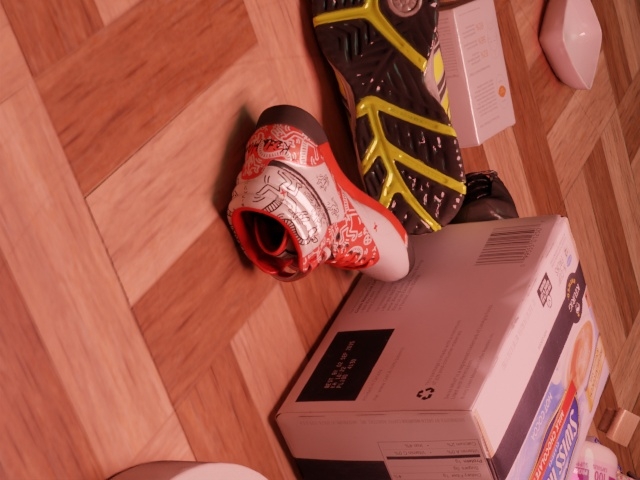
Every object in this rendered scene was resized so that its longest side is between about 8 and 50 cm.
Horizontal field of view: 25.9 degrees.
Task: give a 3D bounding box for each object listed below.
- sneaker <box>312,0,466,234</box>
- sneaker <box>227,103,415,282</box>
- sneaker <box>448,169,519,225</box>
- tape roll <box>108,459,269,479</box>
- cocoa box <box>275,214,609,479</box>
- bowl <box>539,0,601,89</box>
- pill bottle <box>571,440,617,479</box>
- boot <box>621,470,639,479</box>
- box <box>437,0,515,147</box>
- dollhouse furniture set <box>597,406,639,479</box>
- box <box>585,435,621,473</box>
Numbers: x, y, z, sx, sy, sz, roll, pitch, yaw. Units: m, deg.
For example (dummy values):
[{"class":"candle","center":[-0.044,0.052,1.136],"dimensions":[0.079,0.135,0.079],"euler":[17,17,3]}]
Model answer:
[{"class":"sneaker","center":[0.070,-0.194,1.567],"dimensions":[0.147,0.145,0.385],"euler":[138,-55,-90]},{"class":"sneaker","center":[-0.001,0.000,1.432],"dimensions":[0.270,0.090,0.145],"euler":[51,46,-39]},{"class":"sneaker","center":[0.199,-0.029,1.745],"dimensions":[0.286,0.109,0.130],"euler":[43,34,-78]},{"class":"tape roll","center":[-0.118,0.384,1.203],"dimensions":[0.392,0.072,0.392],"euler":[12,76,-58]},{"class":"cocoa box","center":[0.148,0.165,1.521],"dimensions":[0.347,0.231,0.228],"euler":[-56,132,-47]},{"class":"bowl","center":[0.383,-0.316,2.155],"dimensions":[0.142,0.053,0.142],"euler":[53,43,-44]},{"class":"pill bottle","center":[0.292,0.414,1.797],"dimensions":[0.169,0.169,0.301],"euler":[35,56,-53]},{"class":"boot","center":[0.501,0.442,2.107],"dimensions":[0.083,0.246,0.161],"euler":[-32,123,-22]},{"class":"box","center":[0.166,-0.208,1.735],"dimensions":[0.130,0.091,0.170],"euler":[-31,112,-57]},{"class":"dollhouse furniture set","center":[0.474,0.453,1.950],"dimensions":[0.303,0.174,0.355],"euler":[26,88,-42]},{"class":"box","center":[0.386,0.375,2.057],"dimensions":[0.126,0.072,0.137],"euler":[46,49,-46]}]
